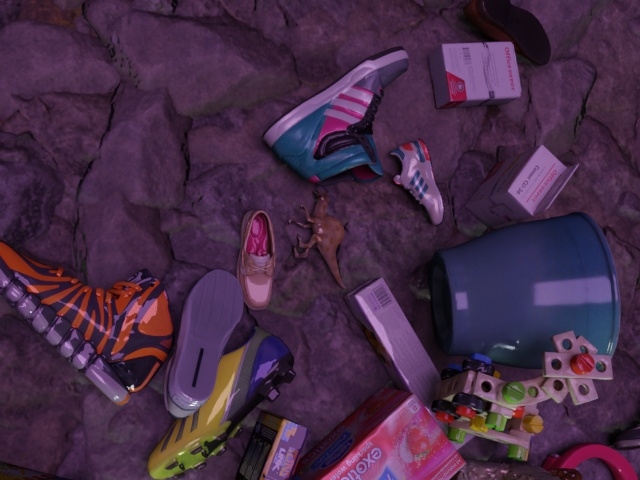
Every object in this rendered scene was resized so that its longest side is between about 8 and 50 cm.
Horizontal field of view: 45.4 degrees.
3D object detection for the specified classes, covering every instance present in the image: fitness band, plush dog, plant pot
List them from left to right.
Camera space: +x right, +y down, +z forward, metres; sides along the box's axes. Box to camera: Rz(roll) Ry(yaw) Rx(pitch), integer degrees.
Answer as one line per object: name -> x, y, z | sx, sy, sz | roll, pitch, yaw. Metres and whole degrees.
plant pot -> 0.326, 0.095, 1.298 | 0.255, 0.271, 0.272 | -4, 84, -4
plush dog -> 0.340, 0.496, 1.263 | 0.210, 0.262, 0.225 | 3, 90, -26
fitness band -> 0.469, 0.511, 1.394 | 0.209, 0.054, 0.291 | 37, 75, -13

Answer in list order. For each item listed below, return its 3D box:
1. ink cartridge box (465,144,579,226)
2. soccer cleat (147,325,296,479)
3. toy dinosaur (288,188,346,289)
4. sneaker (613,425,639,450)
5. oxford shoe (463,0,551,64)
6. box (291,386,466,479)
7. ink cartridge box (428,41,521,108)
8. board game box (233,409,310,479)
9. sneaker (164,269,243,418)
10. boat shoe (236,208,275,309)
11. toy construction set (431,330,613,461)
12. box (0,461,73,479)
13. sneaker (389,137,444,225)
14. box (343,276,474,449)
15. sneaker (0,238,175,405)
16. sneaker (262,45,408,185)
ink cartridge box -> 0.353, -0.097, 1.352 | 0.067, 0.198, 0.115 | 41, 73, -9
soccer cleat -> -0.169, 0.257, 1.220 | 0.289, 0.093, 0.121 | -42, 66, -13
toy dinosaur -> 0.000, 0.000, 1.307 | 0.092, 0.053, 0.183 | -11, 87, -20
sneaker -> 0.646, 0.323, 1.466 | 0.222, 0.083, 0.118 | -14, 69, -12
oxford shoe -> 0.360, -0.403, 1.465 | 0.212, 0.076, 0.076 | 29, 73, -28
box -> 0.062, 0.393, 1.231 | 0.300, 0.142, 0.154 | -38, 96, -18
ink cartridge box -> 0.288, -0.309, 1.429 | 0.150, 0.063, 0.109 | -6, 85, -18
board game box -> -0.081, 0.341, 1.178 | 0.048, 0.170, 0.141 | 25, 77, -11
sneaker -> -0.192, 0.157, 1.191 | 0.094, 0.091, 0.258 | 30, 44, -14
boat shoe -> -0.105, 0.030, 1.267 | 0.063, 0.059, 0.170 | -2, 84, -17
toy construction set -> 0.296, 0.250, 1.186 | 0.215, 0.328, 0.151 | 21, 56, -3
box -> -0.467, 0.464, 1.041 | 0.279, 0.177, 0.290 | 19, 78, -13
sneaker -> 0.171, -0.099, 1.378 | 0.075, 0.057, 0.161 | -15, 89, -2
box -> 0.152, 0.216, 1.322 | 0.067, 0.063, 0.324 | -33, 93, -18
sneaker -> -0.354, 0.083, 1.164 | 0.180, 0.124, 0.321 | -47, 109, -21
sneaker -> 0.068, -0.192, 1.312 | 0.295, 0.124, 0.178 | -36, 90, -10
